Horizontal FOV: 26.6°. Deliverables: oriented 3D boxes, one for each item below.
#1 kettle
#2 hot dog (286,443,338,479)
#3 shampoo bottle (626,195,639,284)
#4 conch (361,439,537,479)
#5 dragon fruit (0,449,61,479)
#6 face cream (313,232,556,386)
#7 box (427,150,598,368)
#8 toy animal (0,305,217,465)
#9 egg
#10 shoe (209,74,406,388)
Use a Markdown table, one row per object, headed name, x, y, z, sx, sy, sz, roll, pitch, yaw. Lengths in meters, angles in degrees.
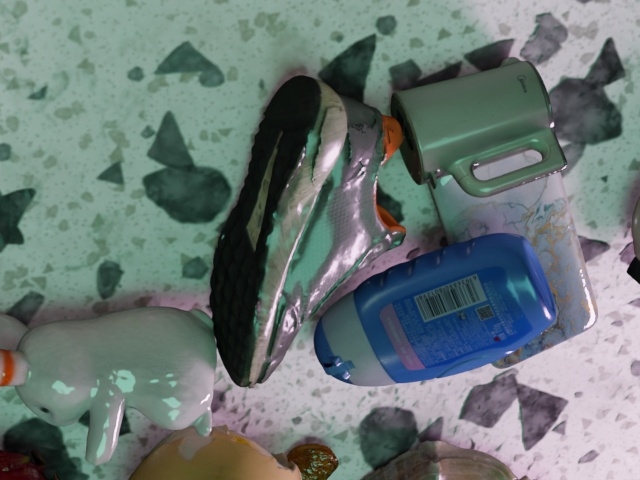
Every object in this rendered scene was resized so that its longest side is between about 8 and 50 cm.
| name | x | y | z | sx | sy | sz | roll | pitch | yaw |
| --- | --- | --- | --- | --- | --- | --- | --- | --- | --- |
| kettle | 0.159 | -0.116 | 1.376 | 0.148 | 0.127 | 0.098 | -16 | 124 | -7 |
| hot dog | -0.016 | 0.271 | 1.586 | 0.058 | 0.035 | 0.083 | 36 | 103 | -29 |
| shampoo bottle | 0.426 | -0.056 | 1.507 | 0.127 | 0.078 | 0.257 | 21 | 108 | -29 |
| conch | 0.161 | 0.399 | 1.612 | 0.352 | 0.210 | 0.297 | -37 | 103 | -1 |
| dragon fruit | -0.337 | 0.304 | 1.460 | 0.136 | 0.133 | 0.166 | -11 | 118 | -17 |
| face cream | 0.117 | 0.086 | 1.467 | 0.264 | 0.083 | 0.149 | -21 | 115 | 16 |
| box | 0.218 | 0.010 | 1.509 | 0.142 | 0.044 | 0.285 | -26 | 121 | -6 |
| toy animal | -0.247 | 0.144 | 1.400 | 0.282 | 0.140 | 0.138 | -5 | 110 | -17 |
| egg | -0.124 | 0.321 | 1.478 | 0.201 | 0.201 | 0.244 | 14 | 84 | -22 |
| shoe | 0.000 | 0.000 | 1.406 | 0.171 | 0.132 | 0.336 | 7 | 113 | -29 |
